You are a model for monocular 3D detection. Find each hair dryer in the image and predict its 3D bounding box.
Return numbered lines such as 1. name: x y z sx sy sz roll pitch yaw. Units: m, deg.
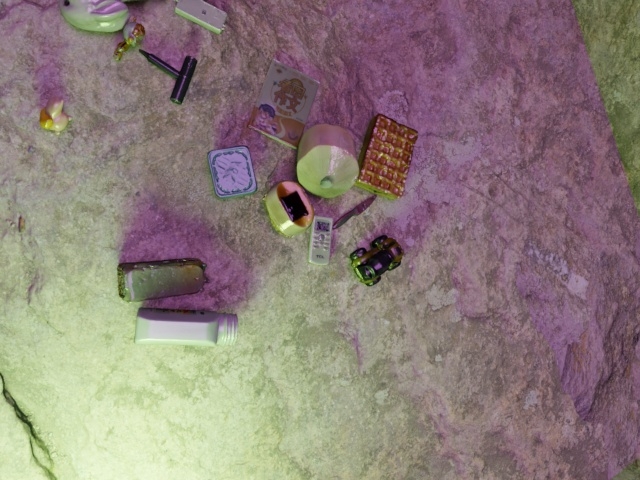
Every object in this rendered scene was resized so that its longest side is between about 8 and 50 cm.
1. hair dryer: -0.553 -0.593 1.687 0.194 0.050 0.174 18 79 -14

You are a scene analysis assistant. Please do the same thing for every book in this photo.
1. book: -0.138 -0.526 1.850 0.207 0.020 0.296 21 79 -17

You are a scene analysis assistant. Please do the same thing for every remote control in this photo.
1. remote control: 0.000 0.000 1.860 0.087 0.029 0.190 8 84 -19

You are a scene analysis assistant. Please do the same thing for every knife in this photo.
1. knife: 0.141 -0.114 1.927 0.247 0.018 0.036 -36 96 -20

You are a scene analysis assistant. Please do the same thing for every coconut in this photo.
1. coconut: 0.025 -0.284 1.770 0.238 0.239 0.245 17 47 -19

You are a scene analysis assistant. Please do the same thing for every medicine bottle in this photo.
1. medicine bottle: -0.442 0.290 1.594 0.323 0.179 0.124 8 84 -19

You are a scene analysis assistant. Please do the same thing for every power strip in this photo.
1. power strip: -0.434 -0.831 1.750 0.191 0.035 0.082 21 79 -18

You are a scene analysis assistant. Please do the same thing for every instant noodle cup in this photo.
1. instant noodle cup: -0.321 -0.244 1.735 0.156 0.070 0.179 -12 91 -20

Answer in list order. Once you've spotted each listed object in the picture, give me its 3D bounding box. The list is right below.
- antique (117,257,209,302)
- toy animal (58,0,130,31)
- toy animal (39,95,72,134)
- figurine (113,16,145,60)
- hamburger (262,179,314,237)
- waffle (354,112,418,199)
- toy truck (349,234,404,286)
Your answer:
1. antique: -0.522 0.128 1.611 0.283 0.150 0.125 -4 92 -29
2. toy animal: -0.683 -0.831 1.588 0.257 0.194 0.357 39 86 -17
3. toy animal: -0.851 -0.403 1.549 0.082 0.091 0.115 23 91 -46
4. figurine: -0.651 -0.678 1.631 0.068 0.143 0.101 37 33 -21
5. hamburger: -0.115 -0.121 1.786 0.172 0.116 0.210 -33 94 -27
6. waffle: 0.267 -0.339 1.952 0.212 0.091 0.308 20 81 -19
7. toy truck: 0.236 0.075 1.871 0.224 0.165 0.148 -32 97 -20
